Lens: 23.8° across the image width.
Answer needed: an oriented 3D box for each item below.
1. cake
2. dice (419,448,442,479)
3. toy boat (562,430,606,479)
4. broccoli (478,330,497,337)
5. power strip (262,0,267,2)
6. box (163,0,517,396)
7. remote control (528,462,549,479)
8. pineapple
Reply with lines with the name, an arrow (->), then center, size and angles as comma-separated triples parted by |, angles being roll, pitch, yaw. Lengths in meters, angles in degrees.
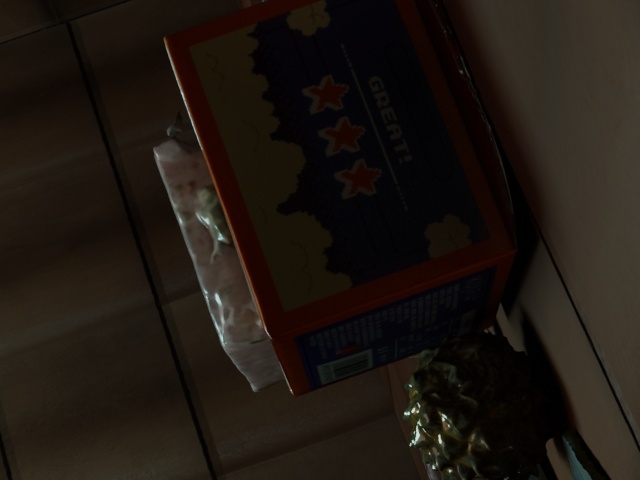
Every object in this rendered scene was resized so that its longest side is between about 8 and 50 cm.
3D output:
cake -> 0.000, 0.000, 1.850 | 0.293, 0.307, 0.314 | 74, 176, -67
dice -> 0.198, 0.314, 2.266 | 0.091, 0.094, 0.093 | -108, 0, -63
toy boat -> 0.259, 0.232, 1.445 | 0.115, 0.016, 0.063 | -115, 6, -65
broccoli -> 0.167, 0.138, 1.745 | 0.095, 0.092, 0.097 | 34, 158, 54
power strip -> -0.010, -0.289, 2.067 | 0.070, 0.105, 0.256 | 111, 140, -80
box -> 0.029, -0.050, 1.530 | 0.348, 0.257, 0.318 | 79, 173, -74
remote control -> 0.256, 0.320, 1.724 | 0.104, 0.052, 0.247 | 73, 174, -57
pineapple -> 0.170, 0.191, 1.570 | 0.193, 0.166, 0.166 | 60, -174, -49
